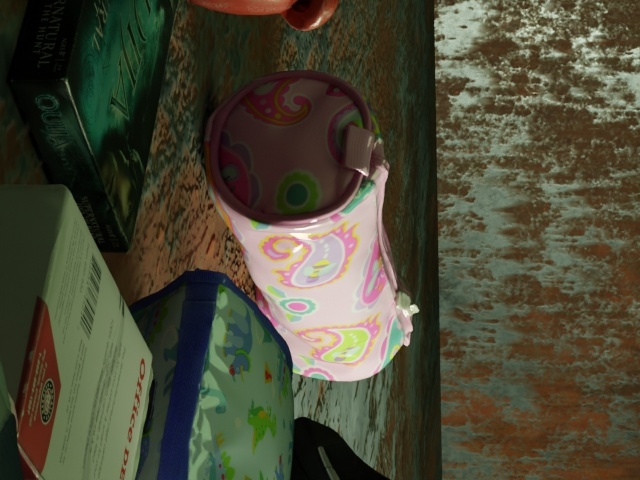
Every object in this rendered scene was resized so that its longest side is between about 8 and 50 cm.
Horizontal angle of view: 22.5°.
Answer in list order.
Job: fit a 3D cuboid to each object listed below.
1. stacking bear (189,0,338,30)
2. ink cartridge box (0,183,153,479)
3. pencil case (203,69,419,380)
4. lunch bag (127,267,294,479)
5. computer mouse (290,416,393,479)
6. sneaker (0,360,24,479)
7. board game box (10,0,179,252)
[{"bbox_3d":[-0.025,-0.236,0.670,0.164,0.175,0.289,-15,118,-44],"label":"stacking bear"},{"bbox_3d":[-0.109,0.055,0.594,0.135,0.056,0.099,76,18,-59],"label":"ink cartridge box"},{"bbox_3d":[0.000,0.000,1.111,0.284,0.124,0.124,73,20,-61],"label":"pencil case"},{"bbox_3d":[-0.062,0.099,0.789,0.151,0.096,0.129,96,0,-66],"label":"lunch bag"},{"bbox_3d":[-0.018,0.187,0.891,0.262,0.060,0.184,44,-53,54],"label":"computer mouse"},{"bbox_3d":[-0.135,-0.012,0.337,0.131,0.112,0.319,-104,-172,-46],"label":"sneaker"},{"bbox_3d":[-0.098,-0.105,0.752,0.126,0.026,0.186,78,16,-55],"label":"board game box"}]
